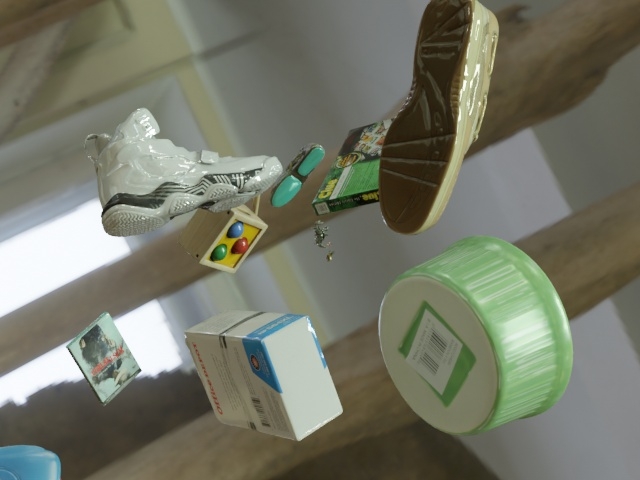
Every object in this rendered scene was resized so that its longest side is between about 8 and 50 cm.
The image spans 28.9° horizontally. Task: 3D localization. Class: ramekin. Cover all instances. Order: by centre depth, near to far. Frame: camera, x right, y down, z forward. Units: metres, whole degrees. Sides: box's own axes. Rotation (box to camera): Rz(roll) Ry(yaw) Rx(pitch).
[{"bbox_3d":[0.229,0.156,1.935,0.303,0.148,0.303,27,-54,44],"label":"ramekin"}]

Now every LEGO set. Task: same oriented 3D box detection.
[{"bbox_3d":[0.001,-0.001,2.210,0.083,0.023,0.054,-119,-153,-48],"label":"LEGO set"}]

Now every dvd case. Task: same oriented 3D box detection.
[{"bbox_3d":[-0.332,0.182,1.910,0.013,0.087,0.119,9,-48,45],"label":"dvd case"}]

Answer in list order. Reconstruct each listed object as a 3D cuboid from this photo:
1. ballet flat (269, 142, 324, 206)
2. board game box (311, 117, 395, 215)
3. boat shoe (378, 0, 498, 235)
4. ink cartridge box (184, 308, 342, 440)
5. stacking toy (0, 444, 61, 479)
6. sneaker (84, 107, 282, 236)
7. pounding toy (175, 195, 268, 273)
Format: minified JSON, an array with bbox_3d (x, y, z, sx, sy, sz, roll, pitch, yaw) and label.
[{"bbox_3d":[-0.039,-0.099,1.846,0.041,0.114,0.041,40,3,-2],"label":"ballet flat"},{"bbox_3d":[0.082,-0.131,2.082,0.136,0.259,0.030,-10,-61,24],"label":"board game box"},{"bbox_3d":[0.176,-0.166,1.700,0.122,0.110,0.341,14,-92,42],"label":"boat shoe"},{"bbox_3d":[-0.080,0.176,1.677,0.203,0.086,0.148,1,-65,55],"label":"ink cartridge box"},{"bbox_3d":[-0.400,0.434,1.803,0.175,0.165,0.302,-11,-38,16],"label":"stacking toy"},{"bbox_3d":[-0.263,-0.151,2.346,0.210,0.366,0.137,68,-20,11],"label":"sneaker"},{"bbox_3d":[-0.160,-0.038,2.541,0.094,0.181,0.206,42,-80,31],"label":"pounding toy"}]
